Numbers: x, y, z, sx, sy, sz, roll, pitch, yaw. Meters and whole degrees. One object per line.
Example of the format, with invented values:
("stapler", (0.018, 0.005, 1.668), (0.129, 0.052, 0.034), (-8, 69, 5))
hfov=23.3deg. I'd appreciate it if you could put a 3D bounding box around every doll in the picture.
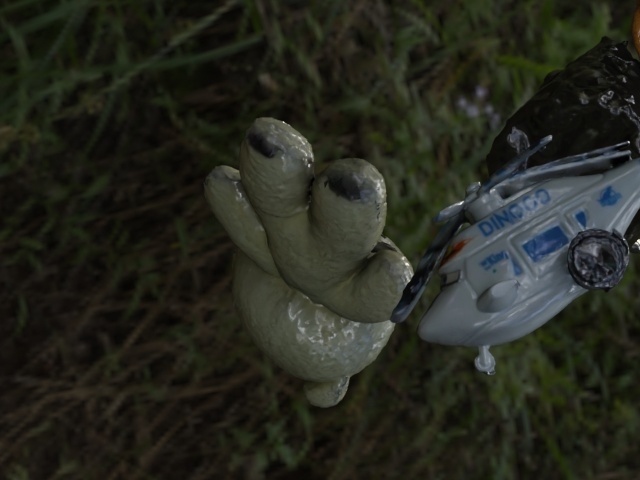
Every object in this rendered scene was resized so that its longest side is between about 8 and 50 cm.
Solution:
("doll", (0.004, 0.002, 1.269), (0.175, 0.149, 0.278), (59, -18, 27))

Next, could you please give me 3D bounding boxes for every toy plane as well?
("toy plane", (0.174, -0.019, 0.957), (0.273, 0.182, 0.107), (-26, 74, -22))

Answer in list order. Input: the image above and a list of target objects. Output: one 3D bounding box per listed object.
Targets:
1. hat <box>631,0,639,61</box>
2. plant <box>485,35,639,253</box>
("hat", (0.404, -0.281, 1.594), (0.233, 0.233, 0.244), (59, 0, -7))
("plant", (0.285, -0.086, 1.563), (0.199, 0.188, 0.276), (47, 21, 8))
